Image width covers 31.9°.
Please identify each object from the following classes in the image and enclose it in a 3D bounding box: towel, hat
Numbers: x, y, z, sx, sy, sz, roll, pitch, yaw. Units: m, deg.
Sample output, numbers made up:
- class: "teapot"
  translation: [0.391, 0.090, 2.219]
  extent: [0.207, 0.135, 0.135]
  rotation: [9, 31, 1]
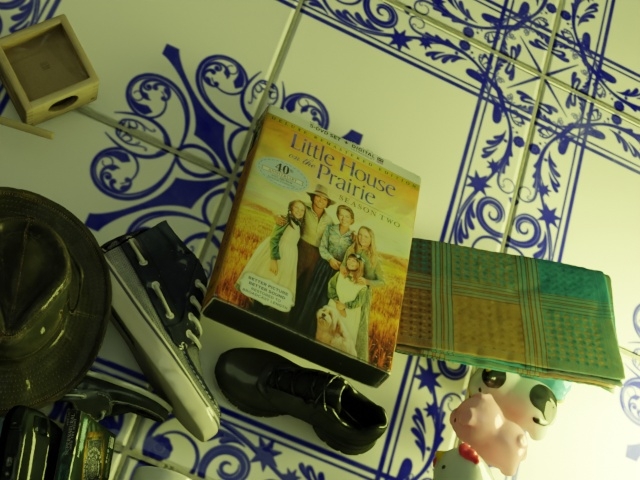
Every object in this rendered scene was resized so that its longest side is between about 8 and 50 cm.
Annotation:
- class: "towel"
  translation: [0.307, 0.116, 1.854]
  extent: [0.370, 0.040, 0.271]
  rotation: [10, 41, 0]
- class: "hat"
  translation: [-0.415, 0.068, 1.516]
  extent: [0.331, 0.134, 0.331]
  rotation: [9, 71, -27]

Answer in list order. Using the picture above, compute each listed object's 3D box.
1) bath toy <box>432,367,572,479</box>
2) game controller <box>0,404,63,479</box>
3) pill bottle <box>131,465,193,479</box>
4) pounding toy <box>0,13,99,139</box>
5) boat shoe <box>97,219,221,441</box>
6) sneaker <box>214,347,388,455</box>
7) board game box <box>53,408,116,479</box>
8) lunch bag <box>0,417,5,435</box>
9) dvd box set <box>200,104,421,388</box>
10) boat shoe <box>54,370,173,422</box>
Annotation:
- class: "bath toy"
  translation: [0.276, 0.286, 1.779]
  extent: [0.151, 0.129, 0.348]
  rotation: [14, 40, 29]
- class: "game controller"
  translation: [-0.397, 0.384, 1.478]
  extent: [0.067, 0.166, 0.319]
  rotation: [4, 68, 2]
- class: "pill bottle"
  translation: [-0.248, 0.447, 1.520]
  extent: [0.146, 0.146, 0.264]
  rotation: [22, 61, -11]
- class: "pounding toy"
  translation: [-0.460, -0.228, 1.771]
  extent: [0.206, 0.094, 0.181]
  rotation: [-26, 84, -19]
- class: "boat shoe"
  translation: [-0.212, 0.124, 1.684]
  extent: [0.158, 0.127, 0.340]
  rotation: [-32, 81, -22]
- class: "sneaker"
  translation: [-0.022, 0.231, 1.713]
  extent: [0.286, 0.130, 0.109]
  rotation: [23, 64, -9]
- class: "board game box"
  translation: [-0.332, 0.341, 1.550]
  extent: [0.026, 0.126, 0.186]
  rotation: [-2, 63, 14]
- class: "lunch bag"
  translation: [-0.533, 0.308, 1.493]
  extent: [0.221, 0.138, 0.293]
  rotation: [25, 52, -7]
- class: "dvd box set"
  translation: [0.000, 0.000, 1.806]
  extent: [0.308, 0.062, 0.420]
  rotation: [25, 49, -14]
- class: "boat shoe"
  translation: [-0.332, 0.230, 1.625]
  extent: [0.233, 0.084, 0.079]
  rotation: [18, 71, -10]
